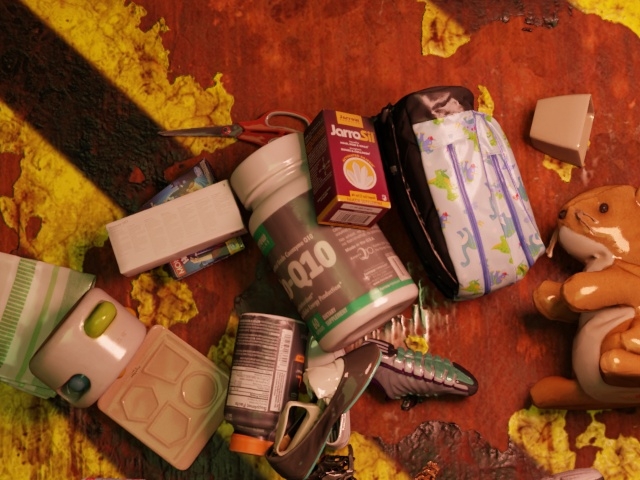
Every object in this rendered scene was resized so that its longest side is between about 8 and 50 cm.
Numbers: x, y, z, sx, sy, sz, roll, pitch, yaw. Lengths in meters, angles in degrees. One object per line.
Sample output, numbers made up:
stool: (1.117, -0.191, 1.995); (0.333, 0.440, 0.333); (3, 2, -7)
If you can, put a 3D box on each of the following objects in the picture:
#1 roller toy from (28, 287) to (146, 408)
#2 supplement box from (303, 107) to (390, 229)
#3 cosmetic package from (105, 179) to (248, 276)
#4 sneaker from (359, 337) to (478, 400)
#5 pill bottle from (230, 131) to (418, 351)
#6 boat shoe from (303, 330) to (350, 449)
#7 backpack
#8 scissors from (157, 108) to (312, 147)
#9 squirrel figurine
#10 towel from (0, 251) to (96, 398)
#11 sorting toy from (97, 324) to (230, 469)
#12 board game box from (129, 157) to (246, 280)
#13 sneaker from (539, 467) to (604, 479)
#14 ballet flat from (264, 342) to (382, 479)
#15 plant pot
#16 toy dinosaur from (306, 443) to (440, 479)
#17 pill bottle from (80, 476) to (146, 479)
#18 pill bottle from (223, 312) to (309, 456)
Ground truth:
roller toy: (-0.410, 0.196, 1.885); (0.146, 0.209, 0.191); (40, 87, -11)
supplement box: (0.043, -0.122, 1.799); (0.104, 0.081, 0.188); (7, 58, -27)
cosmetic package: (-0.262, -0.021, 1.926); (0.239, 0.060, 0.099); (-20, 80, 2)
sneaker: (0.168, 0.253, 1.899); (0.224, 0.083, 0.098); (19, 110, 6)
pill bottle: (0.000, 0.000, 1.886); (0.204, 0.204, 0.361); (-32, 77, -1)
boat shoe: (0.017, 0.261, 1.897); (0.083, 0.076, 0.226); (-14, 78, 2)
backpack: (0.241, -0.073, 1.848); (0.273, 0.290, 0.355); (-5, 85, -10)
scissors: (-0.163, -0.221, 2.041); (0.297, 0.021, 0.109); (13, 83, 9)
squirrel figurine: (0.565, 0.089, 1.818); (0.397, 0.281, 0.370); (4, 68, -8)
towel: (-0.615, 0.144, 2.001); (0.325, 0.038, 0.248); (14, 80, 8)
sorting toy: (-0.276, 0.288, 1.943); (0.208, 0.038, 0.193); (35, 84, 6)
board game box: (-0.262, -0.026, 1.989); (0.194, 0.060, 0.194); (-25, 78, 1)
sneaker: (0.366, 0.523, 1.801); (0.321, 0.124, 0.180); (-30, 82, 10)
ballet flat: (-0.002, 0.283, 1.799); (0.096, 0.095, 0.280); (32, 88, -20)
plant pot: (0.443, -0.208, 1.940); (0.096, 0.109, 0.109); (11, 80, 21)
toy dinosaur: (0.058, 0.485, 1.838); (0.322, 0.164, 0.218); (-36, 92, -21)
pill bottle: (-0.353, 0.471, 1.885); (0.160, 0.087, 0.087); (1, 79, 5)
pill bottle: (-0.101, 0.260, 1.881); (0.130, 0.130, 0.245); (8, 80, 7)
